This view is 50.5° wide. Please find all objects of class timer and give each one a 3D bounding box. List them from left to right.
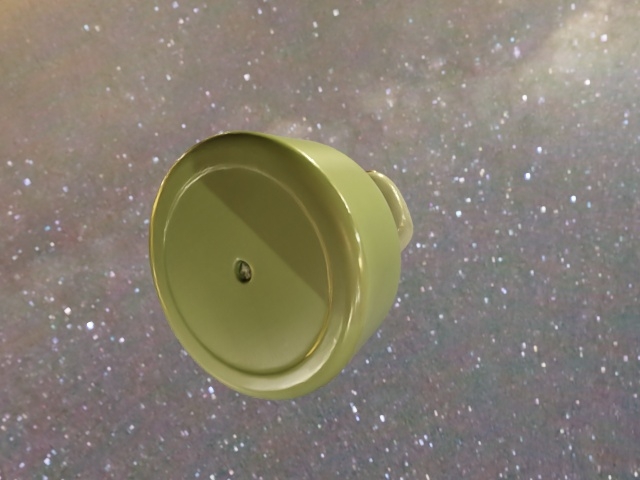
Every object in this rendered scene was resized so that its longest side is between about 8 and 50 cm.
[{"bbox_3d":[0.000,0.000,0.832,0.290,0.291,0.315,6,-164,32],"label":"timer"}]
